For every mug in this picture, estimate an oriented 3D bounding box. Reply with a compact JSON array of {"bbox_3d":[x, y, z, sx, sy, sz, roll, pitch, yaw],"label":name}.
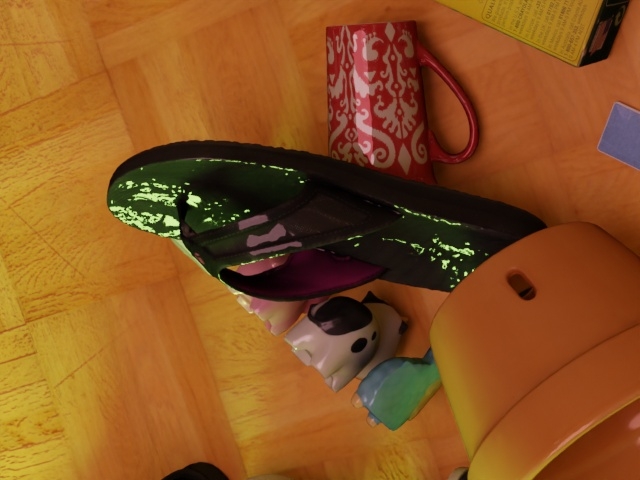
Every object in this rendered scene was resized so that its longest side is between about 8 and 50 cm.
[{"bbox_3d":[0.073,-0.138,1.759,0.113,0.150,0.169,-170,74,-68],"label":"mug"}]

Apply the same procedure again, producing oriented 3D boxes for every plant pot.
[{"bbox_3d":[0.237,0.121,1.620,0.291,0.291,0.203,-50,57,31],"label":"plant pot"}]

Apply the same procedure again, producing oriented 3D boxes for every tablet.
[{"bbox_3d":[0.310,-0.094,1.663,0.083,0.006,0.054,29,116,24],"label":"tablet"}]

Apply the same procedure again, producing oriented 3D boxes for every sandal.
[{"bbox_3d":[0.001,-0.001,1.689,0.446,0.107,0.167,10,148,5],"label":"sandal"}]

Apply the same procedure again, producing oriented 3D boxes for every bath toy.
[{"bbox_3d":[-0.015,0.048,1.831,0.348,0.151,0.129,41,83,20],"label":"bath toy"}]

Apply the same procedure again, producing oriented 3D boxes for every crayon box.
[{"bbox_3d":[0.160,-0.322,1.654,0.319,0.081,0.202,29,116,22],"label":"crayon box"}]

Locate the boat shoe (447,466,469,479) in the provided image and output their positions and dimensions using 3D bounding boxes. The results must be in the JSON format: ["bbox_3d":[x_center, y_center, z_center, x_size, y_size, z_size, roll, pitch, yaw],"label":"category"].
[{"bbox_3d":[0.187,0.351,1.804,0.079,0.084,0.233,-5,96,33],"label":"boat shoe"}]

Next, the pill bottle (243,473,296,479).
[{"bbox_3d":[-0.036,0.347,1.827,0.153,0.265,0.153,-2,101,-11],"label":"pill bottle"}]

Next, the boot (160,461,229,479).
[{"bbox_3d":[-0.266,0.400,1.991,0.131,0.260,0.348,44,120,15],"label":"boot"}]
